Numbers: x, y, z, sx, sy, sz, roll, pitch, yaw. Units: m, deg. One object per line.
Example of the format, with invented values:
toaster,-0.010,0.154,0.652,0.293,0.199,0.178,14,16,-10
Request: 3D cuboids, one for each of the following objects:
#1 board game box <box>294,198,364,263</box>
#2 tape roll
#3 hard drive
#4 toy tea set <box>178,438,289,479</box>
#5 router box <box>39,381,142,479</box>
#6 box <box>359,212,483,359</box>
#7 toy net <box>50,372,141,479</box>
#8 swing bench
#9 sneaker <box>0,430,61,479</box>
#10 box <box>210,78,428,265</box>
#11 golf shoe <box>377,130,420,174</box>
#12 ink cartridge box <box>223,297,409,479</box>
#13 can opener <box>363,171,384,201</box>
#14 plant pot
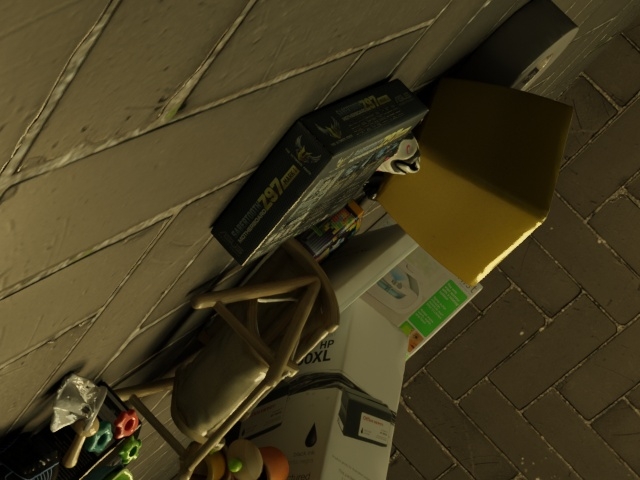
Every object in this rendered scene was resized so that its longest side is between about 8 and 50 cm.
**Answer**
board game box,0.000,0.000,1.767,0.141,0.048,0.170,-43,173,-6
tape roll,0.282,-0.263,1.681,0.219,0.072,0.219,-43,172,-7
hard drive,0.000,0.075,1.882,0.233,0.047,0.353,-15,-166,43
toy tea set,-0.184,0.417,1.684,0.124,0.200,0.336,-10,130,-55
router box,-0.368,0.331,1.540,0.243,0.081,0.309,-41,173,-23
box,0.174,0.093,2.431,0.231,0.262,0.127,-41,172,-14
toy net,-0.255,0.231,1.338,0.122,0.045,0.232,-46,150,-33
swing bench,-0.117,0.159,1.582,0.253,0.165,0.255,-49,172,34
sneaker,-0.347,0.258,1.272,0.090,0.081,0.232,-51,178,-13
box,0.003,-0.080,1.249,0.183,0.059,0.233,-48,171,35
golf shoe,0.087,-0.110,1.444,0.067,0.086,0.186,-43,175,-3
ink cartridge box,-0.035,0.313,1.869,0.285,0.166,0.394,-16,-132,37
can opener,0.104,-0.082,1.814,0.073,0.059,0.186,-44,173,14
plant pot,0.201,-0.101,1.563,0.212,0.187,0.212,-51,-166,53
